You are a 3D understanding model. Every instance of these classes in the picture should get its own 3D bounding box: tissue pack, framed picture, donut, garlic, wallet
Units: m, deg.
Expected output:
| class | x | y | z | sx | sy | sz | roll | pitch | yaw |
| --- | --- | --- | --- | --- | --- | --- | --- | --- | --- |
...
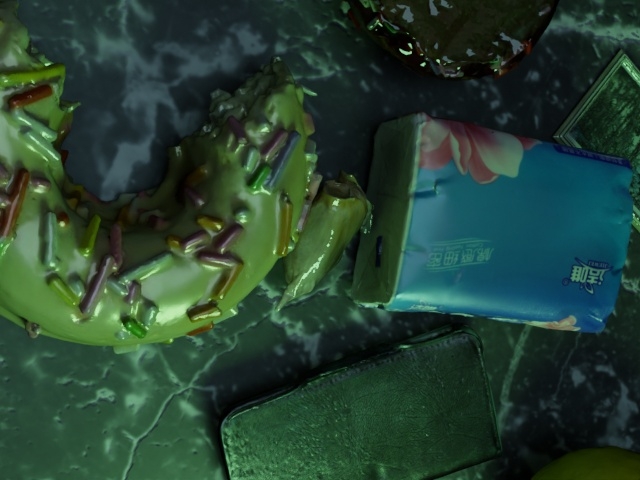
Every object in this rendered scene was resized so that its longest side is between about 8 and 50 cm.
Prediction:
| class | x | y | z | sx | sy | sz | roll | pitch | yaw |
| --- | --- | --- | --- | --- | --- | --- | --- | --- | --- |
| tissue pack | 0.186 | -0.010 | 1.071 | 0.269 | 0.137 | 0.209 | 9 | 94 | -23 |
| framed picture | 0.375 | -0.115 | 1.204 | 0.183 | 0.011 | 0.142 | 43 | 80 | -20 |
| donut | 0.135 | -0.294 | 1.042 | 0.269 | 0.103 | 0.270 | -2 | 97 | -19 |
| garlic | -0.005 | -0.004 | 1.030 | 0.084 | 0.066 | 0.152 | 2 | 121 | -60 |
| wallet | 0.046 | 0.205 | 1.088 | 0.318 | 0.045 | 0.172 | -17 | 104 | -20 |
| donut | -0.182 | -0.050 | 0.913 | 0.371 | 0.150 | 0.307 | 11 | 92 | -23 |

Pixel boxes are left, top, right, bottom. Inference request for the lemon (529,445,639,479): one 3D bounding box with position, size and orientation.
| class | x | y | z | sx | sy | sz | roll | pitch | yaw |
| --- | --- | --- | --- | --- | --- | --- | --- | --- | --- |
| lemon | 0.321 | 0.340 | 1.119 | 0.240 | 0.240 | 0.219 | 7 | 63 | -22 |
